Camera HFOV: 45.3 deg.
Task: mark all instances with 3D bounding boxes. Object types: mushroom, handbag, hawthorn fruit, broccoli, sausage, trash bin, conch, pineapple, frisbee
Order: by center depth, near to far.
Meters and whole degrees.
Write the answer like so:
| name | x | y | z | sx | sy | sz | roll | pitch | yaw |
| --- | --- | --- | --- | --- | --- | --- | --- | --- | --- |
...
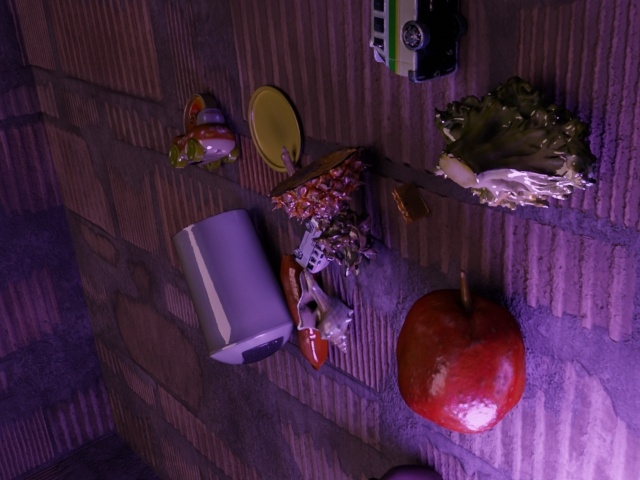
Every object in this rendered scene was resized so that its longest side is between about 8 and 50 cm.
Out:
| name | x | y | z | sx | sy | sz | roll | pitch | yaw |
| --- | --- | --- | --- | --- | --- | --- | --- | --- | --- |
| broccoli | 0.311 | -0.142 | 1.332 | 0.288 | 0.245 | 0.248 | -10 | 110 | 61 |
| hawthorn fruit | 0.284 | 0.213 | 1.563 | 0.287 | 0.287 | 0.331 | 22 | 119 | 47 |
| handbag | 0.196 | -0.082 | 1.687 | 0.083 | 0.061 | 0.027 | 62 | 148 | 6 |
| pineapple | 0.046 | -0.051 | 1.802 | 0.262 | 0.262 | 0.272 | -10 | 114 | 56 |
| mushroom | -0.064 | -0.154 | 1.997 | 0.187 | 0.061 | 0.060 | 61 | 158 | -1 |
| frisbee | -0.120 | -0.296 | 2.045 | 0.236 | 0.017 | 0.236 | 30 | 131 | 43 |
| conch | 0.004 | 0.199 | 2.046 | 0.234 | 0.137 | 0.114 | 45 | -174 | 7 |
| sausage | -0.037 | 0.196 | 2.143 | 0.097 | 0.093 | 0.349 | -157 | 51 | -66 |
| trash bin | -0.251 | 0.149 | 2.256 | 0.280 | 0.280 | 0.432 | -30 | 80 | 56 |

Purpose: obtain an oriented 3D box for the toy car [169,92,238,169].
| name | x | y | z | sx | sy | sz | roll | pitch | yaw |
| --- | --- | --- | --- | --- | --- | --- | --- | --- | --- |
| toy car | -0.348 | -0.327 | 2.259 | 0.235 | 0.145 | 0.235 | 4 | 95 | 54 |

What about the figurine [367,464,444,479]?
| name | x | y | z | sx | sy | sz | roll | pitch | yaw |
| --- | --- | --- | --- | --- | --- | --- | --- | --- | --- |
| figurine | 0.196 | 0.707 | 2.002 | 0.218 | 0.206 | 0.365 | 59 | 145 | 12 |

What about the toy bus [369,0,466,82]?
| name | x | y | z | sx | sy | sz | roll | pitch | yaw |
| --- | --- | --- | --- | --- | --- | --- | --- | --- | --- |
| toy bus | 0.176 | -0.452 | 1.444 | 0.164 | 0.133 | 0.276 | 27 | 128 | 44 |

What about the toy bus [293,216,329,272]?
| name | x | y | z | sx | sy | sz | roll | pitch | yaw |
| --- | --- | --- | --- | --- | --- | --- | --- | --- | --- |
| toy bus | 0.000 | 0.000 | 1.990 | 0.089 | 0.087 | 0.194 | 45 | 140 | 19 |
